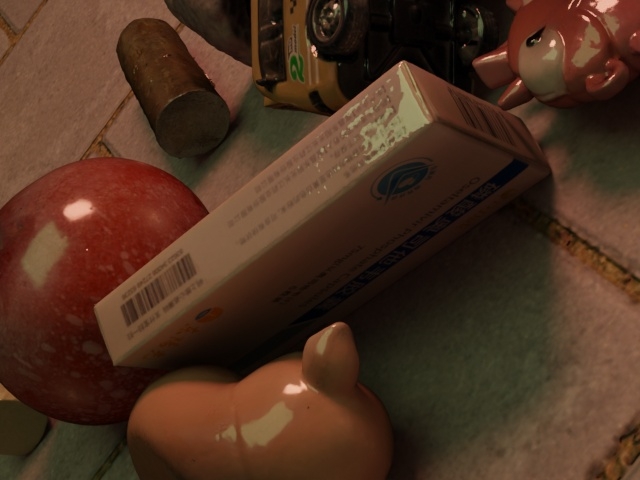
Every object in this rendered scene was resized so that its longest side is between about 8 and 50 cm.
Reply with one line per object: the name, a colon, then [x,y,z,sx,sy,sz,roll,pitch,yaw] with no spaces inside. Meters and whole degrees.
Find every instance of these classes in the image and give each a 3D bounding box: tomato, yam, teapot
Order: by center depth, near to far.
tomato: [-0.228,0.042,1.220,0.270,0.227,0.270,-28,46,34]
teapot: [-0.378,0.173,1.430,0.107,0.077,0.200,-67,31,20]
yam: [-0.182,-0.189,1.469,0.093,0.093,0.259,-48,35,11]

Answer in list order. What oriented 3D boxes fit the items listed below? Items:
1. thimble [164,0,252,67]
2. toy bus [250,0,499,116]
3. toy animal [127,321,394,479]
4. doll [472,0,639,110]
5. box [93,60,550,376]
thimble: [-0.043,-0.303,1.297,0.245,0.217,0.157,-38,39,-7]
toy bus: [0.036,-0.284,1.108,0.202,0.177,0.365,-4,85,55]
toy animal: [-0.052,0.160,0.973,0.250,0.154,0.166,-13,95,43]
doll: [0.221,-0.186,0.979,0.211,0.093,0.262,-27,31,34]
box: [0.000,0.000,1.005,0.343,0.200,0.065,-37,63,25]
